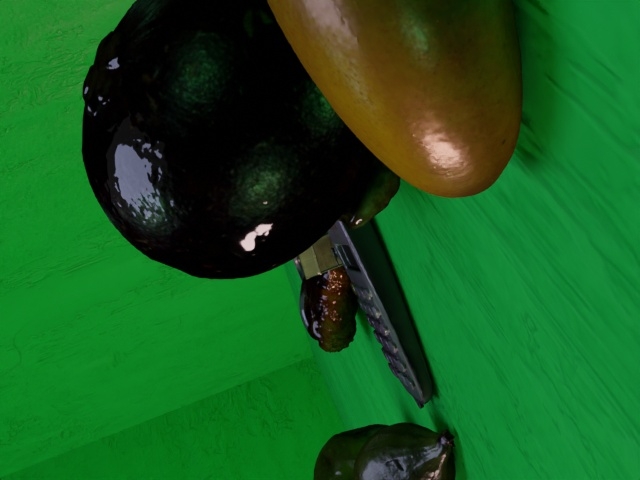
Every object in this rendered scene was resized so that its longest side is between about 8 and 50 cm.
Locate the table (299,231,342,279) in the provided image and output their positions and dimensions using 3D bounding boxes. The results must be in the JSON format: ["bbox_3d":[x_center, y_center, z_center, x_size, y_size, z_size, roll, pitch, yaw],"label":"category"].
[{"bbox_3d":[0.000,0.000,1.350,0.062,0.083,0.079,-118,8,-46],"label":"table"}]

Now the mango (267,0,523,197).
[{"bbox_3d":[0.041,-0.112,0.465,0.219,0.112,0.145,59,179,-27],"label":"mango"}]

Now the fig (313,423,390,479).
[{"bbox_3d":[0.109,0.388,1.392,0.275,0.206,0.206,-3,109,60],"label":"fig"}]

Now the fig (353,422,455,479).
[{"bbox_3d":[0.130,0.282,1.156,0.126,0.185,0.133,2,-125,-51],"label":"fig"}]

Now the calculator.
[{"bbox_3d":[0.075,0.075,1.159,0.194,0.043,0.294,177,69,-83],"label":"calculator"}]

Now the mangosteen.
[{"bbox_3d":[-0.066,-0.097,0.809,0.288,0.288,0.288,159,90,-84],"label":"mangosteen"}]

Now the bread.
[{"bbox_3d":[0.019,0.088,1.529,0.269,0.095,0.139,95,155,-45],"label":"bread"}]

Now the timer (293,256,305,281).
[{"bbox_3d":[-0.023,0.010,1.698,0.208,0.069,0.191,80,168,-58],"label":"timer"}]
